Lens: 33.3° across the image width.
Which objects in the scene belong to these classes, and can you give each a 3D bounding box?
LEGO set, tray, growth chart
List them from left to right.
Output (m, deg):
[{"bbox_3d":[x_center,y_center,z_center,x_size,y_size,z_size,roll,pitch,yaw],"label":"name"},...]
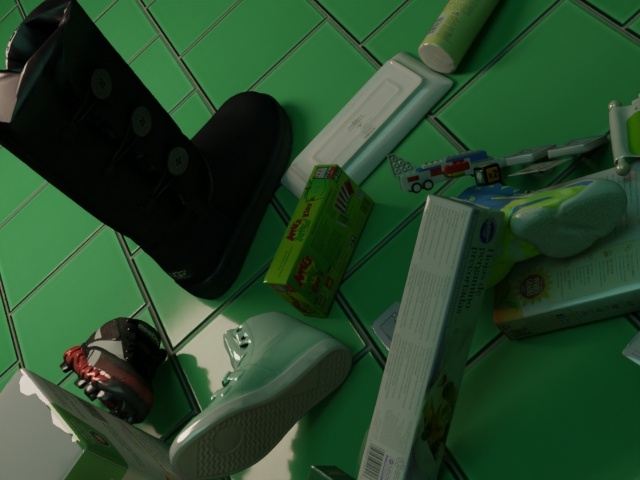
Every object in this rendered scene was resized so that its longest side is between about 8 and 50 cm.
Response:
[{"bbox_3d":[0.057,-0.161,1.544,0.270,0.030,0.145,-47,41,0],"label":"tray"},{"bbox_3d":[0.201,-0.099,1.235,0.182,0.060,0.244,-8,9,37],"label":"LEGO set"},{"bbox_3d":[0.427,-0.157,1.188,0.237,0.021,0.172,-26,28,17],"label":"growth chart"}]

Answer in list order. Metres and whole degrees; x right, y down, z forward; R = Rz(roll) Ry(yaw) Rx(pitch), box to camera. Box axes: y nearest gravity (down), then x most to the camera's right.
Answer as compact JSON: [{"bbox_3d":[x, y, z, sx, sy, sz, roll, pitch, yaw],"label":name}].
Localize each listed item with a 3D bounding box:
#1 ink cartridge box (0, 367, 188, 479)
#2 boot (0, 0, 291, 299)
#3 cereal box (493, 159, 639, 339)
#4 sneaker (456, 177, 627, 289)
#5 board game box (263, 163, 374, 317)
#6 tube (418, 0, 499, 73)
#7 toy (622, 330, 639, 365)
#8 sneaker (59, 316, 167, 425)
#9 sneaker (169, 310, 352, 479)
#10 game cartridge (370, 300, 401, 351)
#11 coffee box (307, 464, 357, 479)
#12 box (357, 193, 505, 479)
[{"bbox_3d":[-0.244,0.288,1.253,0.117,0.278,0.201,-55,41,-4],"label":"ink cartridge box"},{"bbox_3d":[-0.240,-0.179,1.493,0.146,0.445,0.367,-11,52,35],"label":"boot"},{"bbox_3d":[0.307,0.004,1.178,0.240,0.047,0.173,-16,48,31],"label":"cereal box"},{"bbox_3d":[0.215,-0.034,1.180,0.240,0.091,0.126,-26,43,27],"label":"sneaker"},{"bbox_3d":[0.000,0.000,1.415,0.043,0.092,0.181,1,59,43],"label":"board game box"},{"bbox_3d":[0.224,-0.345,1.533,0.070,0.062,0.240,30,70,5],"label":"tube"},{"bbox_3d":[0.420,0.067,1.019,0.237,0.056,0.137,-46,45,-9],"label":"toy"},{"bbox_3d":[-0.271,0.171,1.475,0.135,0.098,0.276,-42,19,-14],"label":"sneaker"},{"bbox_3d":[-0.100,0.184,1.315,0.256,0.094,0.151,-33,38,-24],"label":"sneaker"},{"bbox_3d":[0.100,0.112,1.297,0.056,0.017,0.083,-46,40,7],"label":"game cartridge"},{"bbox_3d":[0.045,0.323,1.123,0.184,0.040,0.113,21,101,48],"label":"coffee box"},{"bbox_3d":[0.116,0.116,1.135,0.067,0.063,0.324,19,100,42],"label":"box"}]
